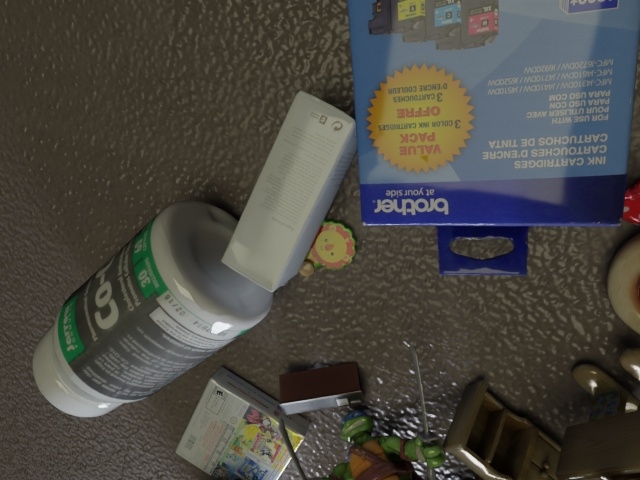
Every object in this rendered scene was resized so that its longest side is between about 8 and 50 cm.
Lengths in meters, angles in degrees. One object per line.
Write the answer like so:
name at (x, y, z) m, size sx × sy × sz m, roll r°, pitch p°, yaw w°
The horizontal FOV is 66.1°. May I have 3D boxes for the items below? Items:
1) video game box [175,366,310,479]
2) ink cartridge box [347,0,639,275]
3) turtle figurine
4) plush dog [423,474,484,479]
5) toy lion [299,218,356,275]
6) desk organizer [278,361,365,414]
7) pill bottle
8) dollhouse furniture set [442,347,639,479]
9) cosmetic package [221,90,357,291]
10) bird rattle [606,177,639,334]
video game box at (-0.141, 0.350, 0.871) m, size 0.187 × 0.048 × 0.205 m, roll 32°, pitch 115°, yaw 8°
ink cartridge box at (0.176, -0.161, 0.536) m, size 0.269 × 0.151 × 0.396 m, roll 0°, pitch 110°, yaw 18°
turtle figurine at (0.074, 0.338, 0.652) m, size 0.275 × 0.197 × 0.266 m, roll 99°, pitch 150°, yaw -49°
plush dog at (0.258, 0.487, 0.739) m, size 0.262 × 0.211 × 0.225 m, roll -6°, pitch 125°, yaw 41°
toy lion at (0.000, 0.000, 0.714) m, size 0.096 × 0.034 × 0.100 m, roll -29°, pitch 97°, yaw 17°
desk organizer at (0.001, 0.235, 0.781) m, size 0.130 × 0.050 × 0.047 m, roll -11°, pitch 139°, yaw 6°
pill bottle at (-0.261, 0.117, 0.742) m, size 0.361 × 0.204 × 0.204 m, roll -36°, pitch 94°, yaw 25°
dollhouse furniture set at (0.296, 0.244, 0.605) m, size 0.161 × 0.212 × 0.242 m, roll 39°, pitch 142°, yaw 0°
cosmetic package at (-0.031, -0.061, 0.632) m, size 0.085 × 0.117 × 0.231 m, roll 29°, pitch 102°, yaw 8°
bird rattle at (0.416, 0.039, 0.542) m, size 0.253 × 0.143 × 0.207 m, roll 31°, pitch 131°, yaw 9°
